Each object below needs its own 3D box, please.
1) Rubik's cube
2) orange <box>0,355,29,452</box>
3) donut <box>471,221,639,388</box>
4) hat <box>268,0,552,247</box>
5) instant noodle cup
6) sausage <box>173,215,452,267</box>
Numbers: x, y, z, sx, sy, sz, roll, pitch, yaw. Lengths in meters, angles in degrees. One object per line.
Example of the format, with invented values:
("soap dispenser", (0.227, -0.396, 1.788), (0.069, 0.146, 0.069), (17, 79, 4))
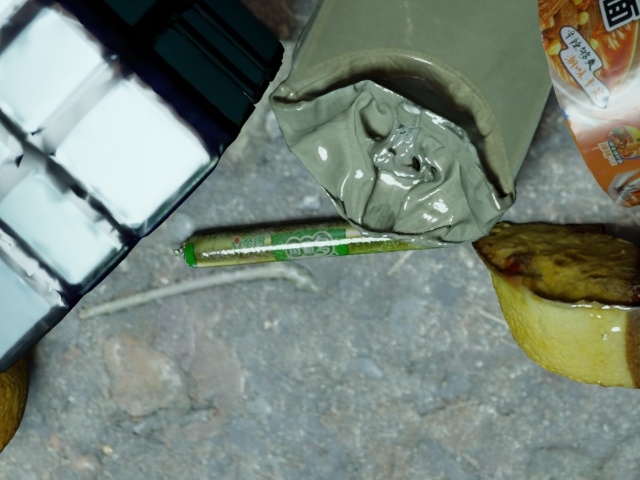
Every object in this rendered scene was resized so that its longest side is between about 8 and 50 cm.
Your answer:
("Rubik's cube", (-0.232, -0.117, 1.209), (0.283, 0.288, 0.293), (42, 109, -8))
("orange", (-0.366, 0.129, 1.381), (0.206, 0.206, 0.206), (4, 110, 10))
("donut", (0.272, 0.058, 1.258), (0.295, 0.151, 0.112), (-4, 119, 12))
("hat", (0.092, -0.124, 1.268), (0.214, 0.149, 0.244), (28, 77, 11))
("instant noodle cup", (0.287, -0.145, 1.139), (0.192, 0.250, 0.250), (-18, 106, 27))
("sausage", (0.000, 0.000, 1.345), (0.269, 0.033, 0.032), (-5, 109, 13))
